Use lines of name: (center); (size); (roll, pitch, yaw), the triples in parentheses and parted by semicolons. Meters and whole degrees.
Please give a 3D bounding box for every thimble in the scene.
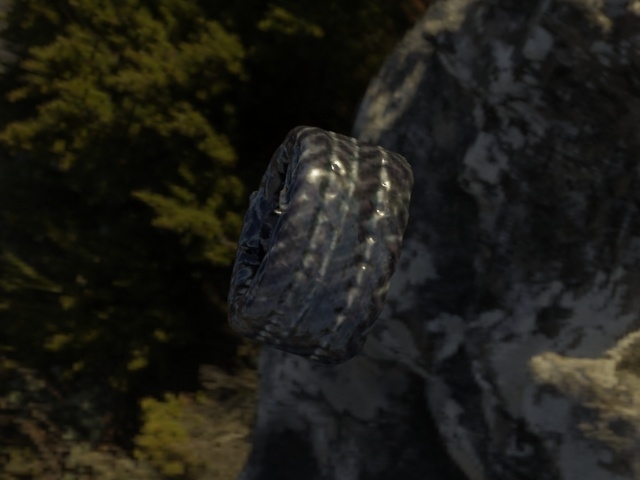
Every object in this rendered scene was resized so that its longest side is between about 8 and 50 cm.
thimble: (0.000, 0.001, 0.669); (0.104, 0.066, 0.095); (-86, 19, -53)
